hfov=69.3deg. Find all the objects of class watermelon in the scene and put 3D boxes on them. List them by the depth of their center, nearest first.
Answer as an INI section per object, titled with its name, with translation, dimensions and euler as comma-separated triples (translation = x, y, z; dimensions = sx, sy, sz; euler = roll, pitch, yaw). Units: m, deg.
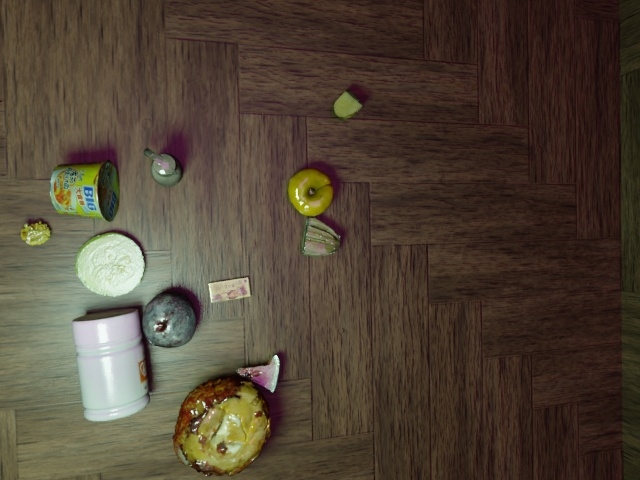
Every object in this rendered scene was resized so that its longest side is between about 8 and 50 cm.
[watermelon]
translation = -0.217, 0.497, 1.678
dimensions = 0.158, 0.098, 0.121
euler = -15, 80, -19

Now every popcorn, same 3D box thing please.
[popcorn]
translation = -0.916, -0.025, 1.492
dimensions = 0.082, 0.057, 0.083
euler = 14, 84, -17

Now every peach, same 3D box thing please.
[peach]
translation = -0.032, -0.180, 1.712
dimensions = 0.179, 0.103, 0.179
euler = 0, 90, -18

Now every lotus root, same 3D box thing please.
[lotus root]
translation = -0.001, 0.002, 1.741
dimensions = 0.144, 0.070, 0.143
euler = 19, 80, -11

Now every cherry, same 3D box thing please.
[cherry]
translation = -0.504, 0.266, 1.545
dimensions = 0.195, 0.195, 0.195
euler = 0, 91, -16

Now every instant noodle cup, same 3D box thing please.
[instant noodle cup]
translation = -0.748, -0.164, 1.475
dimensions = 0.153, 0.205, 0.204
euler = 4, 90, -6

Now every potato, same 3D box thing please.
[potato]
translation = 0.096, -0.503, 1.763
dimensions = 0.103, 0.066, 0.096
euler = -37, 76, -3

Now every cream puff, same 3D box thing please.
[cream puff]
translation = -0.339, 0.622, 1.574
dimensions = 0.351, 0.229, 0.350
euler = -4, 98, -29

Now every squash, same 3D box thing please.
[squash]
translation = -0.705, 0.083, 1.560
dimensions = 0.219, 0.041, 0.219
euler = 0, 91, -15

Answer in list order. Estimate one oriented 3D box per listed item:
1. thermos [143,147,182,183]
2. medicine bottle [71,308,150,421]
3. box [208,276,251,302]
[thermos]
translation = -0.524, -0.249, 1.528
dimensions = 0.137, 0.193, 0.105
euler = 43, 81, -11
[medicine bottle]
translation = -0.671, 0.391, 1.492
dimensions = 0.202, 0.202, 0.315
euler = -6, 93, -15
[box]
translation = -0.327, 0.178, 1.677
dimensions = 0.149, 0.020, 0.073
euler = -9, 93, -16
